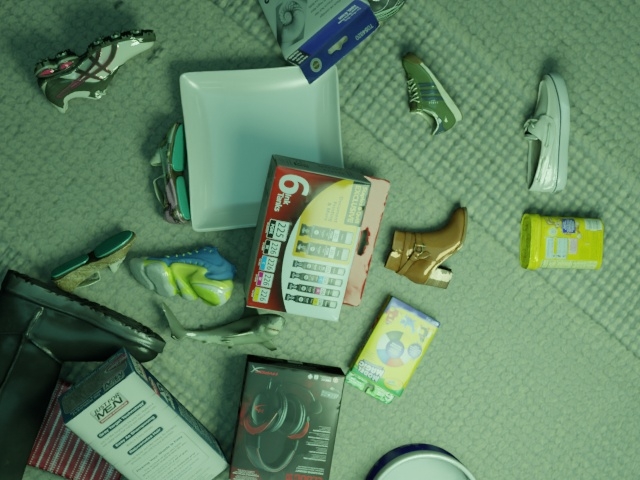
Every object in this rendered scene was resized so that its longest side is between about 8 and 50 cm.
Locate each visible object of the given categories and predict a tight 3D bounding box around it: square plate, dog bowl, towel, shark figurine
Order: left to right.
[{"bbox_3d":[-0.544,0.419,1.958,0.275,0.031,0.198,22,88,-7],"label":"towel"},{"bbox_3d":[-0.195,0.177,1.958,0.278,0.166,0.116,-4,67,13],"label":"shark figurine"},{"bbox_3d":[-0.122,-0.203,1.955,0.344,0.049,0.347,-5,92,-4],"label":"square plate"},{"bbox_3d":[0.225,0.591,1.985,0.265,0.104,0.264,0,92,-4],"label":"dog bowl"}]

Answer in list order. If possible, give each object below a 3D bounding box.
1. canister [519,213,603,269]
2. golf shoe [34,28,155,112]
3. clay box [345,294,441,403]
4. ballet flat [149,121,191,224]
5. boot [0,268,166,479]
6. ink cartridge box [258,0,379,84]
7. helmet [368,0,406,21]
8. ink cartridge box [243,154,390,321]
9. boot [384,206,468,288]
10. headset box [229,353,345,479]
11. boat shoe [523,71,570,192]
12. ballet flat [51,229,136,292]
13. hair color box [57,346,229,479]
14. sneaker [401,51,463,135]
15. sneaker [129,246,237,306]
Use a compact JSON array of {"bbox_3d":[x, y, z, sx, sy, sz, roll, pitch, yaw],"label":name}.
[{"bbox_3d":[0.542,0.005,2.002,0.170,0.073,0.126,2,92,-6],"label":"canister"},{"bbox_3d":[-0.470,-0.372,1.910,0.273,0.105,0.120,-21,109,2],"label":"golf shoe"},{"bbox_3d":[0.158,0.249,1.992,0.127,0.053,0.222,28,89,-4],"label":"clay box"},{"bbox_3d":[-0.328,-0.144,1.937,0.079,0.077,0.221,-3,93,19],"label":"ballet flat"},{"bbox_3d":[-0.577,0.333,1.865,0.367,0.146,0.445,24,87,-7],"label":"boot"},{"bbox_3d":[-0.009,-0.479,1.867,0.223,0.045,0.224,-35,75,35],"label":"ink cartridge box"},{"bbox_3d":[0.104,-0.545,1.903,0.169,0.169,0.161,-24,77,-3],"label":"helmet"},{"bbox_3d":[0.000,0.000,1.895,0.272,0.130,0.309,10,104,-11],"label":"ink cartridge box"},{"bbox_3d":[0.236,0.000,1.981,0.152,0.073,0.197,19,88,-1],"label":"boot"},{"bbox_3d":[-0.077,0.413,1.952,0.218,0.110,0.293,10,91,-5],"label":"headset box"},{"bbox_3d":[0.494,-0.239,1.983,0.088,0.096,0.267,-3,101,-9],"label":"boat shoe"},{"bbox_3d":[-0.483,0.050,1.939,0.206,0.073,0.067,-27,121,0],"label":"ballet flat"},{"bbox_3d":[-0.362,0.399,1.856,0.174,0.105,0.347,-38,125,-3],"label":"hair color box"},{"bbox_3d":[0.225,-0.317,1.968,0.086,0.064,0.192,-41,98,-7],"label":"sneaker"},{"bbox_3d":[-0.290,0.064,1.947,0.240,0.091,0.126,18,48,14],"label":"sneaker"}]
